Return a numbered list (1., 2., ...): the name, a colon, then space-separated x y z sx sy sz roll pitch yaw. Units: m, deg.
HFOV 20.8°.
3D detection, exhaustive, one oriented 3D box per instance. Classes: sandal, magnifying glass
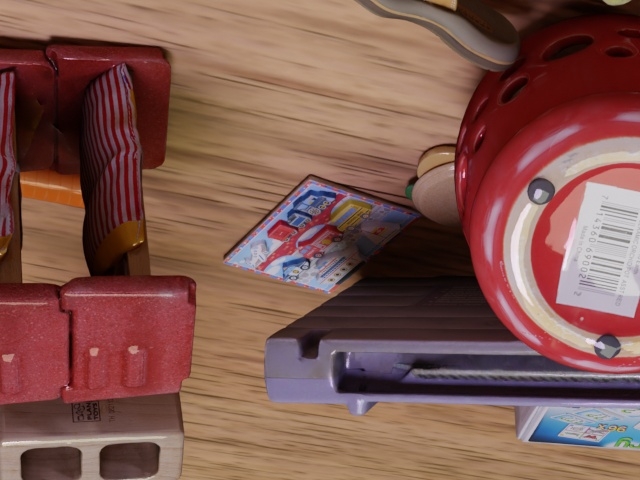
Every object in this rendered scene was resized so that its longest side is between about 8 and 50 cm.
1. sandal: 0.058 -0.154 1.000 0.180 0.072 0.049 24 124 -36
2. magnifying glass: -0.244 -0.052 1.192 0.231 0.026 0.092 12 145 -17

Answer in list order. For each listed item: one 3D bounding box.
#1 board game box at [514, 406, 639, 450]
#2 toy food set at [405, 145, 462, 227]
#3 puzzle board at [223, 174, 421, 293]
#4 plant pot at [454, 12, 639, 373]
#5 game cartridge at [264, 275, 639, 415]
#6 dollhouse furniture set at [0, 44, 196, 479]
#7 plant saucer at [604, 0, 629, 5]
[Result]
1. board game box: 0.331 0.113 1.434 0.305 0.053 0.193 5 146 -10
2. toy food set: 0.102 -0.035 1.227 0.083 0.020 0.082 5 147 -11
3. puzzle board: 0.000 0.000 1.288 0.096 0.011 0.128 18 144 -26
4. plant pot: 0.176 -0.024 1.039 0.191 0.174 0.191 1 112 2
5. game cartridge: 0.166 0.069 1.196 0.355 0.068 0.230 0 -175 20
6. dollhouse furniture set: -0.175 0.069 1.168 0.152 0.201 0.374 -2 141 -10
7. plant saucer: 0.134 -0.230 0.790 0.188 0.045 0.188 33 112 -29
